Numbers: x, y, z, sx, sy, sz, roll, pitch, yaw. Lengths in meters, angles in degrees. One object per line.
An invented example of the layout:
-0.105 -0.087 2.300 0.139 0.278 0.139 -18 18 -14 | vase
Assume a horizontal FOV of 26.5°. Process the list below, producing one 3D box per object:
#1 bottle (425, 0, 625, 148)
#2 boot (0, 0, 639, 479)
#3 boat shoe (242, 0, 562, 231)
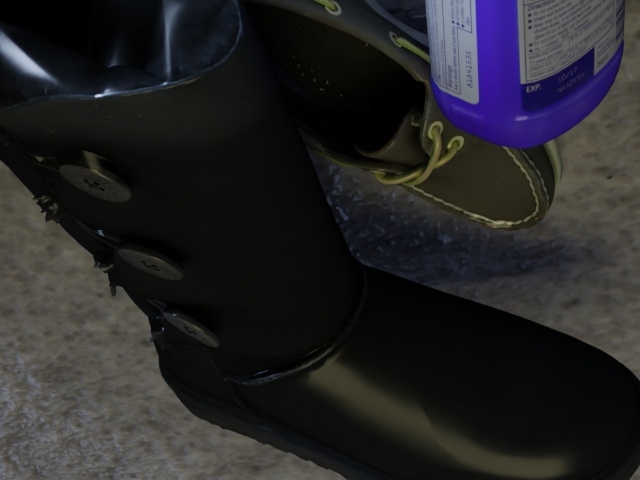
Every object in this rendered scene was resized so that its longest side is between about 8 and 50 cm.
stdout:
0.105 -0.185 0.703 0.092 0.118 0.283 28 145 33 | bottle
-0.002 0.000 0.796 0.367 0.146 0.445 7 148 21 | boot
0.036 -0.085 0.840 0.305 0.091 0.109 35 129 -27 | boat shoe
